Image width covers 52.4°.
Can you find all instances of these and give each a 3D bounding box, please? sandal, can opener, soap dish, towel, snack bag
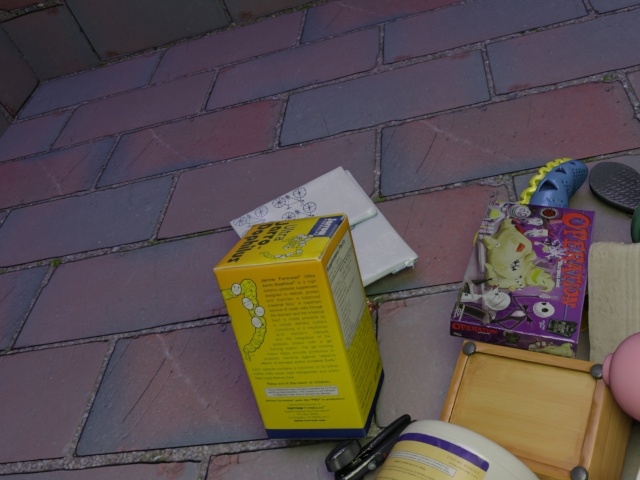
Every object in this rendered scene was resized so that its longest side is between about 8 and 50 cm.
[{"bbox_3d":[0.674,-0.081,1.375,0.097,0.054,0.254,-40,52,-8],"label":"sandal"},{"bbox_3d":[0.099,0.371,1.152,0.186,0.073,0.059,-26,31,-17],"label":"can opener"},{"bbox_3d":[0.332,0.282,1.041,0.291,0.118,0.229,5,61,37],"label":"soap dish"},{"bbox_3d":[0.524,0.138,1.047,0.049,0.282,0.187,3,-4,-32],"label":"towel"},{"bbox_3d":[0.000,0.000,1.477,0.323,0.037,0.342,-26,53,-11],"label":"snack bag"},{"bbox_3d":[0.474,-0.046,1.383,0.317,0.126,0.138,-46,48,-12],"label":"sandal"}]

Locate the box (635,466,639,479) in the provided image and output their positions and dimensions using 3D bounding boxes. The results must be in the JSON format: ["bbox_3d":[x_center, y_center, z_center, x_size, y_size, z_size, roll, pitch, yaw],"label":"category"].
[{"bbox_3d":[0.524,0.400,0.870,0.203,0.114,0.103,14,53,34],"label":"box"}]

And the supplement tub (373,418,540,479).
[{"bbox_3d":[0.148,0.448,0.902,0.241,0.241,0.331,15,54,37],"label":"supplement tub"}]

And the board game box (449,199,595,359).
[{"bbox_3d":[0.376,0.054,1.187,0.208,0.056,0.347,11,44,19],"label":"board game box"}]

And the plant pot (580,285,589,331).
[{"bbox_3d":[0.465,0.120,1.231,0.081,0.081,0.083,-25,30,-1],"label":"plant pot"}]

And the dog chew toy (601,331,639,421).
[{"bbox_3d":[0.541,0.197,0.841,0.332,0.206,0.206,3,46,42],"label":"dog chew toy"}]

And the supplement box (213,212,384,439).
[{"bbox_3d":[-0.025,0.157,1.178,0.195,0.356,0.194,-7,22,19],"label":"supplement box"}]

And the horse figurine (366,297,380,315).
[{"bbox_3d":[-0.019,0.184,1.402,0.263,0.066,0.174,-31,37,-17],"label":"horse figurine"}]

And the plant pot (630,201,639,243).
[{"bbox_3d":[0.734,0.043,1.017,0.341,0.341,0.334,-19,49,6],"label":"plant pot"}]
